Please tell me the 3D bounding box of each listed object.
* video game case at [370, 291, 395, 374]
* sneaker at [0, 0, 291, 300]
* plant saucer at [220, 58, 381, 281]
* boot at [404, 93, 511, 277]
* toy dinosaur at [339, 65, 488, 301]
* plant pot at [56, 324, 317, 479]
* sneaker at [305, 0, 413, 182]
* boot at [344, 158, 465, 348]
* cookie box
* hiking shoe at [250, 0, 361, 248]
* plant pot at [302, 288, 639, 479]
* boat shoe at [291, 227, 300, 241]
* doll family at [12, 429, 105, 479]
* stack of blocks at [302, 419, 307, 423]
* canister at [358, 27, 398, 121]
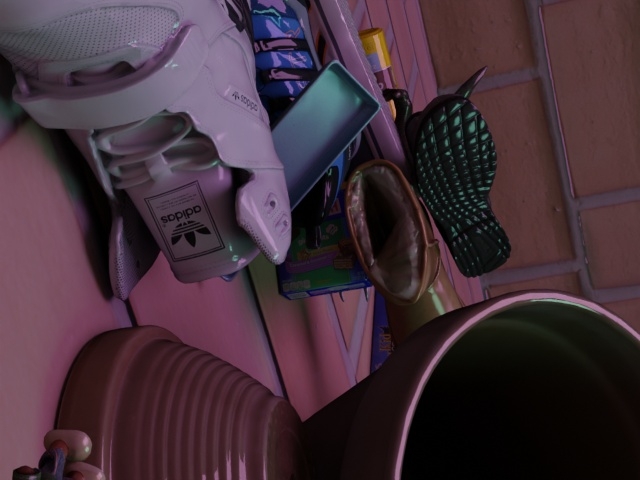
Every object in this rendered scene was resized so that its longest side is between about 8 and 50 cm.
[{"bbox_3d":[0.132,0.226,1.688,0.269,0.061,0.244,-83,157,-54],"label":"video game case"},{"bbox_3d":[-0.102,-0.075,0.722,0.366,0.137,0.210,-7,84,-81],"label":"sneaker"},{"bbox_3d":[-0.035,-0.056,0.949,0.067,0.192,0.018,40,1,-39],"label":"plant saucer"},{"bbox_3d":[0.121,-0.085,1.240,0.246,0.083,0.161,69,-4,-46],"label":"boot"},{"bbox_3d":[0.080,-0.092,1.400,0.160,0.313,0.121,42,6,-34],"label":"toy dinosaur"},{"bbox_3d":[-0.067,0.165,0.751,0.237,0.110,0.237,-11,90,-77],"label":"plant pot"},{"bbox_3d":[-0.014,-0.190,1.258,0.126,0.127,0.321,-47,117,-77],"label":"sneaker"},{"bbox_3d":[0.088,0.048,1.165,0.269,0.089,0.236,18,50,-83],"label":"boot"},{"bbox_3d":[0.000,0.000,1.221,0.040,0.092,0.107,51,30,-74],"label":"cookie box"},{"bbox_3d":[-0.055,-0.137,0.970,0.304,0.113,0.132,50,33,-36],"label":"hiking shoe"},{"bbox_3d":[0.093,0.219,0.912,0.323,0.280,0.323,11,71,-34],"label":"plant pot"},{"bbox_3d":[-0.067,-0.029,1.066,0.045,0.050,0.135,60,10,27],"label":"boat shoe"},{"bbox_3d":[-0.132,0.185,0.534,0.111,0.076,0.193,-82,161,-67],"label":"doll family"},{"bbox_3d":[0.085,0.214,1.234,0.297,0.171,0.087,16,64,-77],"label":"stack of blocks"},{"bbox_3d":[0.041,-0.166,1.465,0.073,0.126,0.170,-68,143,-70],"label":"canister"}]
